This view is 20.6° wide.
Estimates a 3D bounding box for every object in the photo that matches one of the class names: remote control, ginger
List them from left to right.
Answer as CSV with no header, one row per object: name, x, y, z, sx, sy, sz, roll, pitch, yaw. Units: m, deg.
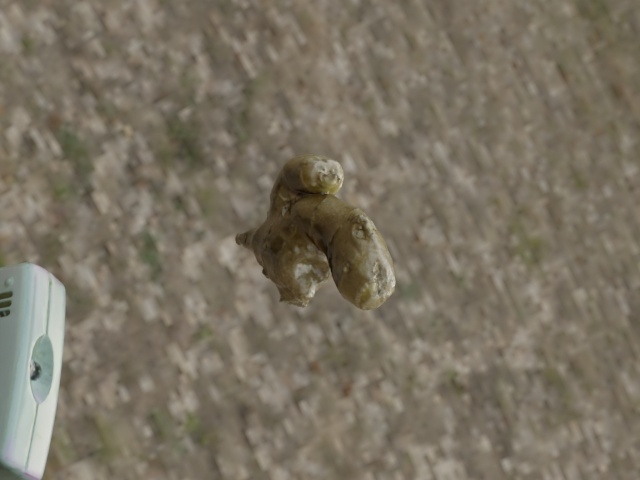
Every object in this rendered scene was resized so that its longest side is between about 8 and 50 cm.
remote control,-0.324,0.110,1.172,0.050,0.344,0.145,42,45,-51
ginger,0.000,0.011,1.469,0.059,0.133,0.214,7,28,-33
